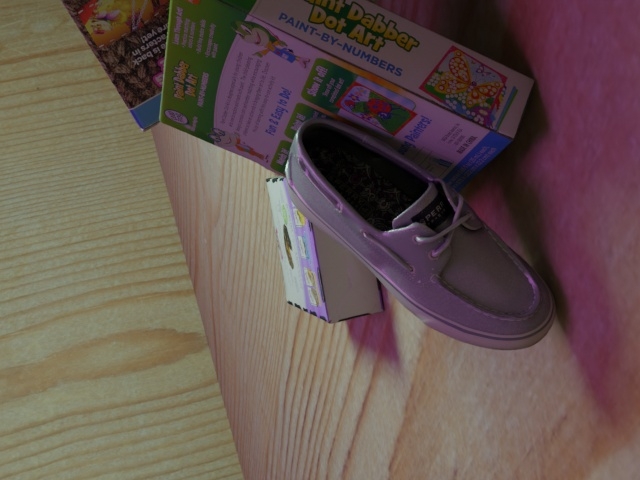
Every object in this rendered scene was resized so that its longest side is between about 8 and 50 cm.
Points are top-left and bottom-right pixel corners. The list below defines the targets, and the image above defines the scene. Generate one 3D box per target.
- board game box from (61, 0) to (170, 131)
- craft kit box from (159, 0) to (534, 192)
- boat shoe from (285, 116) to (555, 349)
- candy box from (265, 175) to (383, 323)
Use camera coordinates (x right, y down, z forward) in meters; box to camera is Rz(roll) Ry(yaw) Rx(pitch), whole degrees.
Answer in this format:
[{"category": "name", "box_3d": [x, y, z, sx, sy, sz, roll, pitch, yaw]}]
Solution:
[{"category": "board game box", "box_3d": [-0.139, -0.289, 0.870, 0.141, 0.232, 0.291, 54, 173, 49]}, {"category": "craft kit box", "box_3d": [0.001, -0.105, 0.758, 0.250, 0.247, 0.061, 128, 163, -71]}, {"category": "boat shoe", "box_3d": [0.066, -0.008, 0.694, 0.227, 0.079, 0.081, 36, 160, 16]}, {"category": "candy box", "box_3d": [0.000, 0.000, 1.172, 0.196, 0.070, 0.165, -167, 66, -74]}]
